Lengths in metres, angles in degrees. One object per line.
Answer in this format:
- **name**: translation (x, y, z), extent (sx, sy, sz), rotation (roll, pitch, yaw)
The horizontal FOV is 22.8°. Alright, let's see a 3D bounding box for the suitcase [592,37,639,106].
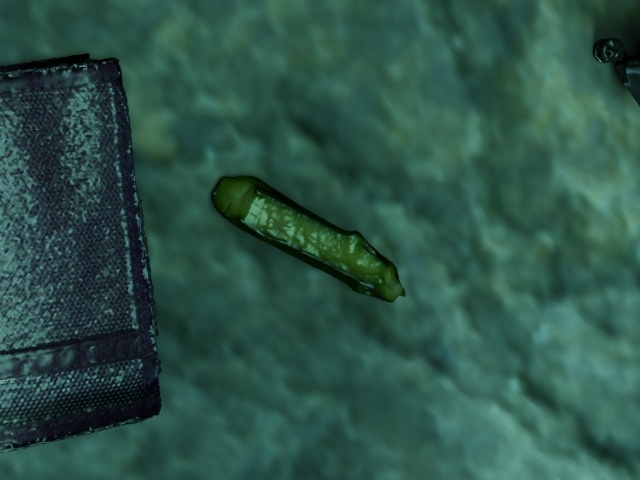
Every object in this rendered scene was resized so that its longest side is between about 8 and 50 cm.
- **suitcase**: translation (0.198, -0.059, 0.755), extent (0.059, 0.086, 0.126), rotation (-38, 101, -7)

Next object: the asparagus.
- **asparagus**: translation (0.000, 0.001, 0.733), extent (0.108, 0.021, 0.025), rotation (29, 88, -21)

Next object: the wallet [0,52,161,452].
- **wallet**: translation (-0.128, 0.007, 0.684), extent (0.111, 0.030, 0.165), rotation (-10, 102, -18)
